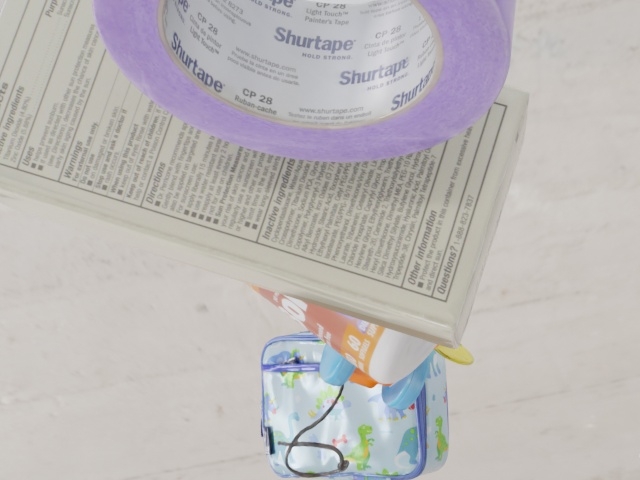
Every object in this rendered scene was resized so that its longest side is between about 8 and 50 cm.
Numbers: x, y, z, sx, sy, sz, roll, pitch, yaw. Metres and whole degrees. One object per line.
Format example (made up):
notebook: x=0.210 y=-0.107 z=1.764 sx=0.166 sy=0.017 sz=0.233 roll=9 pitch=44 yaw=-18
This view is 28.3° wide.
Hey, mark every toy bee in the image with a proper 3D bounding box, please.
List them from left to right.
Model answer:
toy bee: x=0.043 y=0.096 z=1.323 sx=0.195 sy=0.298 sz=0.162 roll=39 pitch=36 yaw=-30

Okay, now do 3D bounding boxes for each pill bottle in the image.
pill bottle: x=0.000 y=0.000 z=0.944 sx=0.216 sy=0.121 sz=0.121 roll=35 pitch=81 yaw=19

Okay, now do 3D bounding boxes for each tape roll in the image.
tape roll: x=-0.004 y=-0.120 z=0.582 sx=0.189 sy=0.189 sz=0.080 roll=9 pitch=62 yaw=1

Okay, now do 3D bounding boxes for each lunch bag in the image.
lunch bag: x=0.035 y=0.184 z=1.454 sx=0.219 sy=0.090 sz=0.176 roll=-3 pitch=87 yaw=31

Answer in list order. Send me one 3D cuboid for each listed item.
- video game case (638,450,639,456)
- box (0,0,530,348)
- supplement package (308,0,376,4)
video game case: x=0.415 y=0.139 z=1.138 sx=0.212 sy=0.023 sz=0.193 roll=13 pitch=118 yaw=-28
box: x=-0.045 y=-0.051 z=0.760 sx=0.311 sy=0.121 sz=0.148 roll=18 pitch=83 yaw=10
supplement package: x=-0.020 y=-0.152 z=1.213 sx=0.204 sy=0.145 sz=0.262 roll=24 pitch=90 yaw=24
